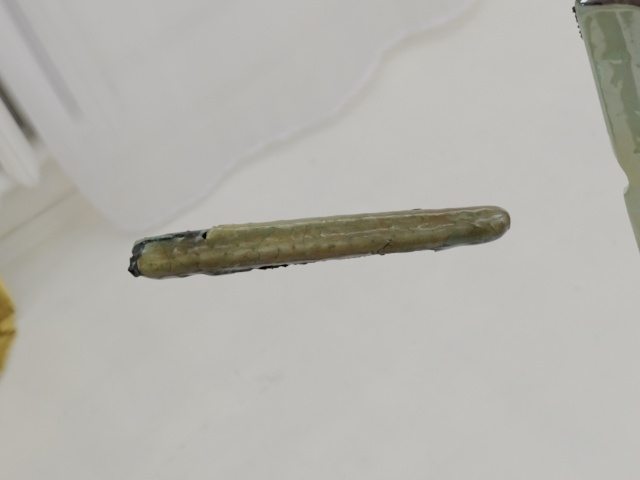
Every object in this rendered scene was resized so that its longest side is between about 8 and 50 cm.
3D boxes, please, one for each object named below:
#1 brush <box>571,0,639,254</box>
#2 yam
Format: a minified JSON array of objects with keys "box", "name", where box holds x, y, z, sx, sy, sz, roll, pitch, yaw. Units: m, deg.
[{"box":[0.119,-0.033,0.462,0.033,0.178,0.030,4,60,24],"name":"brush"},{"box":[0.000,0.000,0.369,0.107,0.014,0.014,-6,39,-1],"name":"yam"}]
